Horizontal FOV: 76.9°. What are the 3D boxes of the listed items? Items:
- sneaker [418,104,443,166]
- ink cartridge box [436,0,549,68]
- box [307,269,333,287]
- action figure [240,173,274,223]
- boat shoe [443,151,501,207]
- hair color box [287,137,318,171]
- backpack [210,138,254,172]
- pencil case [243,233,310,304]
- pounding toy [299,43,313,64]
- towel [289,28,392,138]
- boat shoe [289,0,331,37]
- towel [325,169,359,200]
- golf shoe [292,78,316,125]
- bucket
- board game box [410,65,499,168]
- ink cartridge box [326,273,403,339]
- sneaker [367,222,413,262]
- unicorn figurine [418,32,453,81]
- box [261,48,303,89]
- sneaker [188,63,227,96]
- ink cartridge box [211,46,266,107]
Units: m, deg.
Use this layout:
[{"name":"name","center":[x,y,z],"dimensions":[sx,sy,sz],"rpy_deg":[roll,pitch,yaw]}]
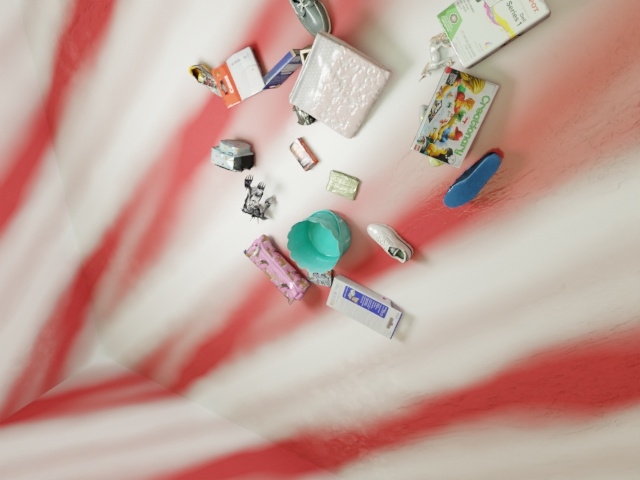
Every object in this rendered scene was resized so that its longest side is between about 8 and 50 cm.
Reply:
[{"name":"sneaker","center":[0.452,-0.407,1.532],"dimensions":[0.126,0.091,0.240],"rpy_deg":[-13,104,14]},{"name":"ink cartridge box","center":[0.555,-0.726,1.299],"dimensions":[0.278,0.117,0.201],"rpy_deg":[-27,96,35]},{"name":"box","center":[-0.001,0.180,2.069],"dimensions":[0.137,0.027,0.093],"rpy_deg":[12,116,25]},{"name":"action figure","center":[-0.315,-0.201,2.020],"dimensions":[0.164,0.141,0.275],"rpy_deg":[25,148,9]},{"name":"boat shoe","center":[0.578,-0.224,1.530],"dimensions":[0.109,0.089,0.258],"rpy_deg":[43,121,-9]},{"name":"hair color box","center":[-0.080,-0.394,1.853],"dimensions":[0.072,0.043,0.141],"rpy_deg":[-37,89,37]},{"name":"backpack","center":[-0.438,-0.418,1.971],"dimensions":[0.189,0.166,0.144],"rpy_deg":[12,114,21]},{"name":"pencil case","center":[-0.221,0.152,2.097],"dimensions":[0.386,0.167,0.160],"rpy_deg":[48,125,3]},{"name":"pounding toy","center":[0.039,-0.688,1.632],"dimensions":[0.181,0.094,0.206],"rpy_deg":[3,129,27]},{"name":"towel","center":[0.065,-0.600,1.590],"dimensions":[0.317,0.053,0.332],"rpy_deg":[28,137,-7]},{"name":"boat shoe","center":[-0.076,-0.933,1.579],"dimensions":[0.116,0.099,0.319],"rpy_deg":[-28,96,35]},{"name":"towel","center":[0.098,-0.251,1.824],"dimensions":[0.148,0.027,0.110],"rpy_deg":[25,120,18]},{"name":"golf shoe","center":[-0.091,-0.596,1.751],"dimensions":[0.094,0.077,0.198],"rpy_deg":[-3,108,31]},{"name":"bucket","center":[0.000,0.000,1.895],"dimensions":[0.281,0.183,0.281],"rpy_deg":[11,116,25]},{"name":"board game box","center":[0.473,-0.436,1.445],"dimensions":[0.193,0.053,0.305],"rpy_deg":[22,108,2]},{"name":"ink cartridge box","center":[0.216,0.323,1.986],"dimensions":[0.371,0.069,0.175],"rpy_deg":[27,121,20]},{"name":"sneaker","center":[0.301,0.007,1.781],"dimensions":[0.235,0.095,0.090],"rpy_deg":[36,126,13]},{"name":"unicorn figurine","center":[0.419,-0.654,1.452],"dimensions":[0.111,0.060,0.161],"rpy_deg":[3,96,29]},{"name":"box","center":[-0.152,-0.718,1.694],"dimensions":[0.225,0.136,0.036],"rpy_deg":[-31,95,35]},{"name":"sneaker","center":[-0.535,-0.757,1.923],"dimensions":[0.225,0.093,0.088],"rpy_deg":[37,123,9]},{"name":"ink cartridge box","center":[-0.374,-0.734,1.830],"dimensions":[0.233,0.066,0.189],"rpy_deg":[-19,101,14]}]
